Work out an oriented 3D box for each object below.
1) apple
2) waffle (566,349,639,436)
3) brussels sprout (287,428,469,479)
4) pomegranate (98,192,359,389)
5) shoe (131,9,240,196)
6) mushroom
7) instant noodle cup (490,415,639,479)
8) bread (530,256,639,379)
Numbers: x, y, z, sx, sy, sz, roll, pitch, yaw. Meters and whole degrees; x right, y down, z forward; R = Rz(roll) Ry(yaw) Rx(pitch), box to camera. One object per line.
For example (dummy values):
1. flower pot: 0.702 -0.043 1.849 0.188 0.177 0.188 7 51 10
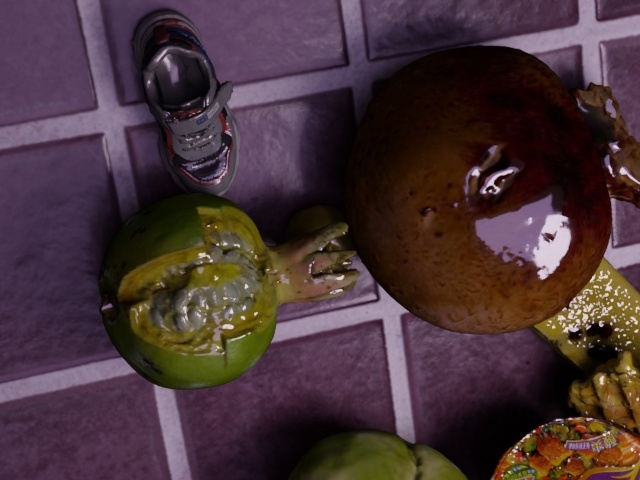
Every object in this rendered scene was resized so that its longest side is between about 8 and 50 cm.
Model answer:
1. apple: 0.000 0.000 1.453 0.089 0.074 0.090 -5 128 -7
2. waffle: 0.446 0.250 1.538 0.291 0.291 0.051 50 51 -21
3. brussels sprout: 0.078 0.392 1.486 0.273 0.242 0.317 -7 94 -32
4. pomegranate: -0.107 0.049 1.359 0.301 0.236 0.236 -14 108 -13
5. shoe: -0.145 -0.151 1.347 0.099 0.125 0.228 -22 108 -11
6. mushroom: 0.203 -0.080 1.421 0.334 0.356 0.331 -26 102 25
7. instant noodle cup: 0.329 0.372 1.526 0.251 0.190 0.251 0 68 0
8. bread: 0.397 0.131 1.588 0.361 0.077 0.138 41 92 -20
